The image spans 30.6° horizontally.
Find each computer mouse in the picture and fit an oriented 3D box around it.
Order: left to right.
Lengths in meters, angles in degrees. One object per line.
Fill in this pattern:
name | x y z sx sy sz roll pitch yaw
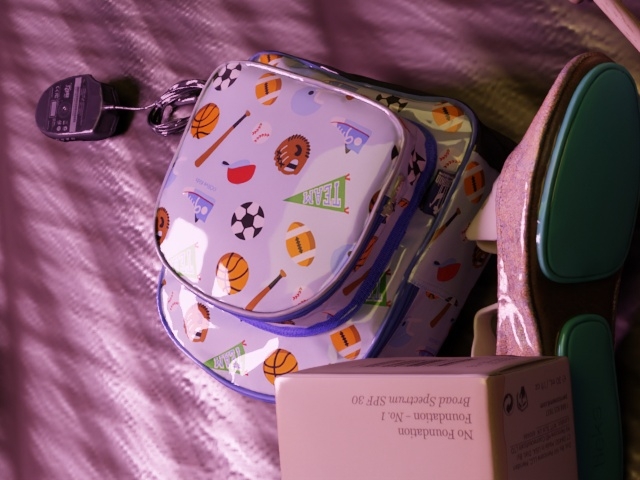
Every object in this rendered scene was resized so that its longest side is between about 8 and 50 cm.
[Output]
computer mouse | -0.203 -0.137 1.226 0.242 0.041 0.071 2 80 31

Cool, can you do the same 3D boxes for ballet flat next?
ballet flat | 0.147 0.032 0.793 0.106 0.107 0.316 5 90 52

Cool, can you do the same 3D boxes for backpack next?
backpack | 0.000 0.000 0.902 0.276 0.213 0.263 22 95 38

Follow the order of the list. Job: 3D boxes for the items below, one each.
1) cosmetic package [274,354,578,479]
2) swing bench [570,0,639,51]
cosmetic package | 0.073 0.229 0.724 0.160 0.113 0.309 -6 87 36
swing bench | 0.296 -0.216 0.789 0.254 0.165 0.253 -41 51 16
